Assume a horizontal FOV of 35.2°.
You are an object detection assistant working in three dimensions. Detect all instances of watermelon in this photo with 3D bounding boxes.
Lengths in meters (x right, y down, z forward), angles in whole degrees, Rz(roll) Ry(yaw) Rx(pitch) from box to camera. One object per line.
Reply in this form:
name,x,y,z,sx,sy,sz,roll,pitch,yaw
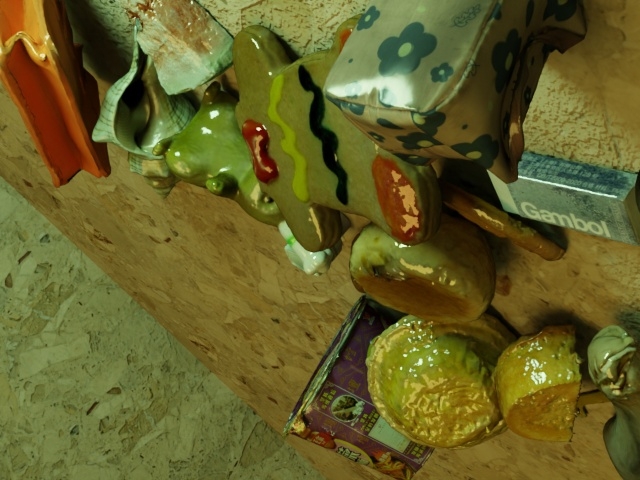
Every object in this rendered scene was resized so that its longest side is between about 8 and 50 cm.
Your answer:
watermelon,-0.243,-0.353,1.623,0.241,0.094,0.154,51,149,-19

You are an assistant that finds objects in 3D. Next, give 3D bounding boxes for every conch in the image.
conch,-0.326,-0.233,1.854,0.169,0.203,0.386,20,135,42

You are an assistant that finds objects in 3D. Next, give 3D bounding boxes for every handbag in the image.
handbag,0.153,-0.193,1.054,0.190,0.251,0.193,19,167,42
handbag,-0.500,-0.315,1.858,0.410,0.116,0.303,84,173,-58

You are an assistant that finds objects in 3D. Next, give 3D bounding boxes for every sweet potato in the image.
sweet potato,0.084,0.036,1.863,0.068,0.060,0.206,-3,146,5

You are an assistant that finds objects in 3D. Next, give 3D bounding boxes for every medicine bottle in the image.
medicine bottle,0.000,0.000,1.839,0.074,0.118,0.055,23,153,35

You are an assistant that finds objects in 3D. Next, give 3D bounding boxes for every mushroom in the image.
mushroom,0.494,0.268,1.544,0.177,0.126,0.397,34,162,33

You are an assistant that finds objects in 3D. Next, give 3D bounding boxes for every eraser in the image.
eraser,0.320,-0.057,1.299,0.212,0.046,0.092,18,149,44

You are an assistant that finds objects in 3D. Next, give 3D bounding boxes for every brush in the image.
brush,0.463,0.277,1.761,0.083,0.011,0.205,43,158,-5

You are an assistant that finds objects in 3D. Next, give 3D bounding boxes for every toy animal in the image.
toy animal,-0.102,-0.113,1.725,0.363,0.181,0.180,33,166,21

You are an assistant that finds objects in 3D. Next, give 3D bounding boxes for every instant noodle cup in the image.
instant noodle cup,0.112,0.318,2.029,0.266,0.340,0.340,31,158,1

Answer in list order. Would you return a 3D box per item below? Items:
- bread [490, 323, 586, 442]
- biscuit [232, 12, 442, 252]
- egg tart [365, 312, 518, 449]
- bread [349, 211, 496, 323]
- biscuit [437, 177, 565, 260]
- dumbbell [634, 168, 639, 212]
bread,0.351,0.234,1.626,0.139,0.143,0.229,-7,139,2
biscuit,0.004,-0.135,1.469,0.394,0.076,0.368,10,122,52
egg tart,0.224,0.264,1.778,0.319,0.128,0.319,4,119,8
bread,0.168,0.033,1.584,0.244,0.134,0.244,23,159,9
biscuit,0.241,-0.031,1.436,0.224,0.033,0.144,30,-177,18
dumbbell,0.453,0.034,1.081,0.179,0.179,0.406,19,149,43
